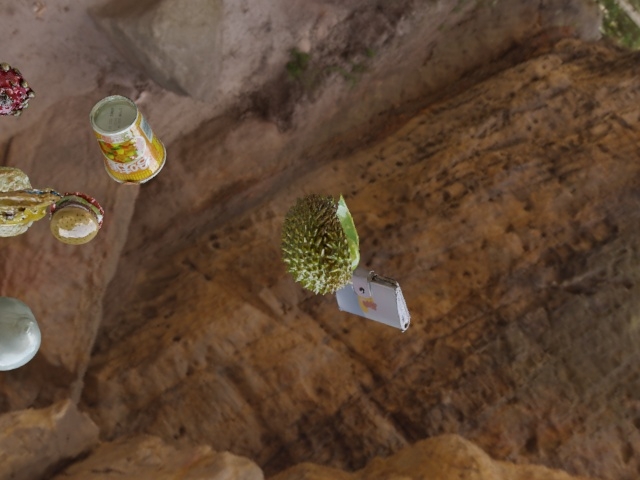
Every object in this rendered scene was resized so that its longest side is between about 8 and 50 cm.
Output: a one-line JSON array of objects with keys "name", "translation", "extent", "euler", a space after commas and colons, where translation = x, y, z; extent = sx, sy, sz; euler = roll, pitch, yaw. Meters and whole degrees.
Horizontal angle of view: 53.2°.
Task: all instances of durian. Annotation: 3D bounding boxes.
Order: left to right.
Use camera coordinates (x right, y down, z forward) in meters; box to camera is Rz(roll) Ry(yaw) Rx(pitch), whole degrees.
[{"name": "durian", "translation": [-0.001, 0.003, 1.407], "extent": [0.237, 0.177, 0.200], "euler": [-86, 176, -46]}]

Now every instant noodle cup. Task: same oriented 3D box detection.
[{"name": "instant noodle cup", "translation": [-0.483, -0.254, 1.576], "extent": [0.168, 0.168, 0.185], "euler": [-41, 159, -17]}]

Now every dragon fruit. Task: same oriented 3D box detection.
[{"name": "dragon fruit", "translation": [-1.155, -0.533, 2.324], "extent": [0.218, 0.198, 0.273], "euler": [-13, 168, -14]}]

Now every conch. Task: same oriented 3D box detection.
[{"name": "conch", "translation": [-0.820, 0.228, 1.631], "extent": [0.185, 0.221, 0.121], "euler": [-58, 167, -38]}]

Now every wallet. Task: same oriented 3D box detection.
[{"name": "wallet", "translation": [0.132, 0.142, 1.695], "extent": [0.231, 0.170, 0.069], "euler": [16, -138, 40]}]

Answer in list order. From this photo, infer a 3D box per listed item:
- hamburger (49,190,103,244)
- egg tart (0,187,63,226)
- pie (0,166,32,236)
[{"name": "hamburger", "translation": [-0.787, -0.065, 2.048], "extent": [0.175, 0.175, 0.137], "euler": [-42, -148, 17]}, {"name": "egg tart", "translation": [-0.891, -0.093, 1.846], "extent": [0.291, 0.107, 0.291], "euler": [-3, -177, 0]}, {"name": "pie", "translation": [-1.073, -0.129, 2.142], "extent": [0.201, 0.090, 0.248], "euler": [-20, 126, -45]}]
